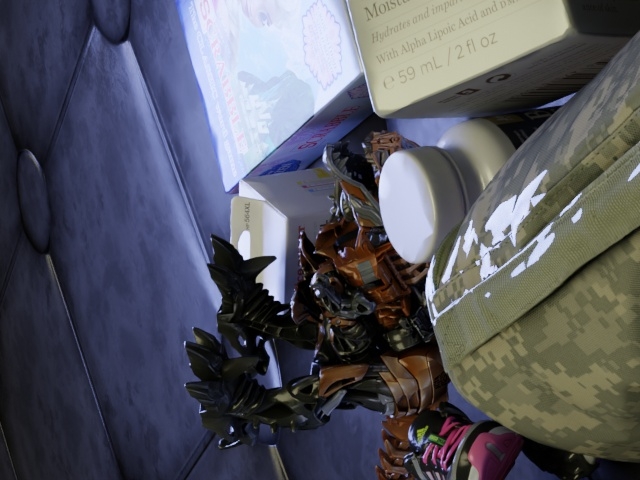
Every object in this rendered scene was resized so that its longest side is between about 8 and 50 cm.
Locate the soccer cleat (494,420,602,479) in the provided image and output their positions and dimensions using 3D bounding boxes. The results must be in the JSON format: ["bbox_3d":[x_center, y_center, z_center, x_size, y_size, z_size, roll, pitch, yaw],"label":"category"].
[{"bbox_3d":[0.178,0.076,1.075,0.108,0.116,0.318,45,166,5],"label":"soccer cleat"}]

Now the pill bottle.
[{"bbox_3d":[0.126,-0.033,1.034,0.094,0.169,0.094,33,128,56],"label":"pill bottle"}]

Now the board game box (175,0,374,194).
[{"bbox_3d":[-0.041,-0.235,1.422,0.318,0.066,0.318,-36,67,62],"label":"board game box"}]

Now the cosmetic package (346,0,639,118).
[{"bbox_3d":[0.111,-0.181,0.987,0.151,0.151,0.183,-21,80,42],"label":"cosmetic package"}]

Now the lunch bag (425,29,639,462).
[{"bbox_3d":[0.211,-0.016,0.765,0.305,0.256,0.212,-47,58,59],"label":"lunch bag"}]

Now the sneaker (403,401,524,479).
[{"bbox_3d":[0.092,0.146,1.140,0.075,0.063,0.170,31,172,10],"label":"sneaker"}]

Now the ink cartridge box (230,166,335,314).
[{"bbox_3d":[0.000,0.000,1.336,0.090,0.143,0.092,38,133,54],"label":"ink cartridge box"}]

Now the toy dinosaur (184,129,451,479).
[{"bbox_3d":[0.025,0.077,1.204,0.164,0.218,0.321,-64,-31,-75],"label":"toy dinosaur"}]
